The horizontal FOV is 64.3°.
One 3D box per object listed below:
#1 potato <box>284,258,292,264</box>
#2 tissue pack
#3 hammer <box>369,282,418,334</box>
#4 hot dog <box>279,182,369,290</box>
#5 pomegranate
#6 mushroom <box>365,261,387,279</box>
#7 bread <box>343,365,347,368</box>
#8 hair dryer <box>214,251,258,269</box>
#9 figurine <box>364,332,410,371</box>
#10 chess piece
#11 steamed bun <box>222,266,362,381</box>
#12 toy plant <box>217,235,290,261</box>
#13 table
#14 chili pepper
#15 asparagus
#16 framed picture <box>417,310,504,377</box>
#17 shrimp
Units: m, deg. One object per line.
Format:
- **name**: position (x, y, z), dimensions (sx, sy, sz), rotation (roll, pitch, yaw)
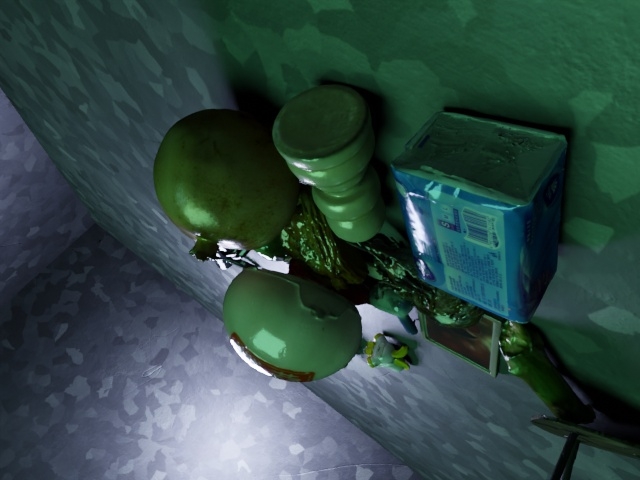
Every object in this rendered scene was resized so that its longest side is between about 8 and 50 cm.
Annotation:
- **potato**: position (-0.103, 0.045, 1.549), dimensions (0.093, 0.036, 0.037), rotation (30, 125, -24)
- **tissue pack**: position (0.234, -0.031, 0.737), dimensions (0.198, 0.146, 0.263), rotation (24, 153, 37)
- **hammer**: position (0.202, 0.182, 1.286), dimensions (0.116, 0.069, 0.194), rotation (15, 151, 44)
- **hot dog**: position (0.000, 0.000, 1.167), dimensions (0.196, 0.122, 0.272), rotation (14, 143, 50)
- **pomegranate**: position (-0.193, -0.107, 1.045), dimensions (0.319, 0.319, 0.319), rotation (33, 156, 17)
- **mushroom**: position (0.126, 0.071, 1.251), dimensions (0.101, 0.019, 0.049), rotation (30, 153, 23)
- **bread**: position (0.014, 0.400, 1.917), dimensions (0.337, 0.102, 0.183), rotation (8, 141, 54)
- **hair dryer**: position (-0.311, 0.075, 1.885), dimensions (0.219, 0.071, 0.124), rotation (23, 152, 20)
- **figurine**: position (0.210, 0.366, 1.581), dimensions (0.130, 0.109, 0.178), rotation (5, 148, 19)
- **chess piece**: position (0.036, -0.109, 0.907), dimensions (0.167, 0.167, 0.299), rotation (26, 158, 31)
- **steamed bun**: position (-0.081, 0.230, 1.304), dimensions (0.375, 0.241, 0.374), rotation (19, 168, 4)
- **toy plant**: position (-0.195, -0.023, 1.413), dimensions (0.235, 0.175, 0.218), rotation (22, 179, -36)
- **table**: position (0.551, 0.537, 1.062), dimensions (0.318, 0.249, 0.317), rotation (18, 163, 6)
- **chili pepper**: position (0.037, 0.118, 1.375), dimensions (0.253, 0.136, 0.144), rotation (27, 128, 11)
- **asparagus**: position (0.473, 0.296, 1.054), dimensions (0.082, 0.085, 0.343), rotation (-25, 113, 39)
- **framed picture**: position (0.324, 0.209, 1.203), dimensions (0.211, 0.020, 0.289), rotation (26, 154, 31)
- **shrimp**: position (0.179, 0.070, 1.041), dimensions (0.343, 0.116, 0.145), rotation (34, 154, 1)
